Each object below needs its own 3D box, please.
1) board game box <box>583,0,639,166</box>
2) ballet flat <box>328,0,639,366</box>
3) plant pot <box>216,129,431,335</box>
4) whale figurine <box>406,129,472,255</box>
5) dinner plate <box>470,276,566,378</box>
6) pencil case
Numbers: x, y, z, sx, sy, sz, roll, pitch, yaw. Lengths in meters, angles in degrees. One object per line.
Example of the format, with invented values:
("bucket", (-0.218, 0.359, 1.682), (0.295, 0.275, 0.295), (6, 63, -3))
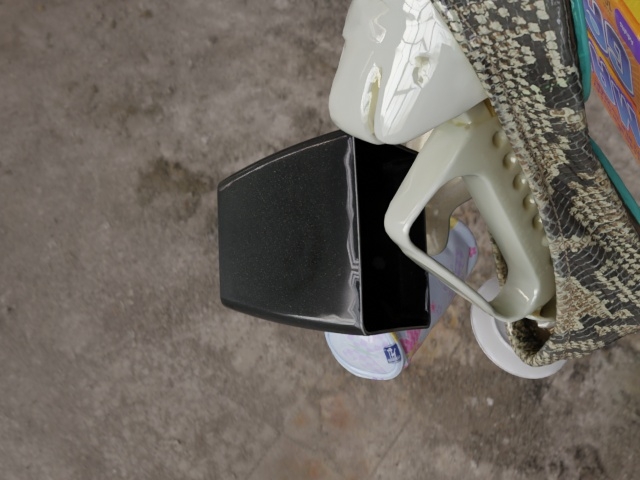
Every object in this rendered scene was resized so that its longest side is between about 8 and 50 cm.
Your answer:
("board game box", (0.576, -0.346, 1.253), (0.357, 0.356, 0.356), (-22, 50, 11))
("ballet flat", (0.114, -0.070, 0.602), (0.182, 0.482, 0.164), (-34, 36, -2))
("plant pot", (0.000, 0.000, 0.871), (0.167, 0.188, 0.187), (-4, 85, 26))
("whale figurine", (0.179, -0.116, 1.073), (0.216, 0.141, 0.272), (33, 103, 21))
("dinner plate", (0.256, 0.104, 1.089), (0.141, 0.017, 0.141), (7, 61, -13))
("pencil case", (0.113, 0.067, 1.173), (0.114, 0.124, 0.273), (-2, 29, 38))
